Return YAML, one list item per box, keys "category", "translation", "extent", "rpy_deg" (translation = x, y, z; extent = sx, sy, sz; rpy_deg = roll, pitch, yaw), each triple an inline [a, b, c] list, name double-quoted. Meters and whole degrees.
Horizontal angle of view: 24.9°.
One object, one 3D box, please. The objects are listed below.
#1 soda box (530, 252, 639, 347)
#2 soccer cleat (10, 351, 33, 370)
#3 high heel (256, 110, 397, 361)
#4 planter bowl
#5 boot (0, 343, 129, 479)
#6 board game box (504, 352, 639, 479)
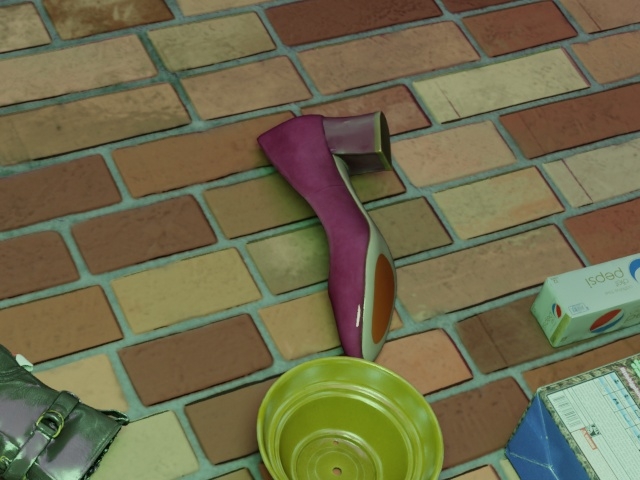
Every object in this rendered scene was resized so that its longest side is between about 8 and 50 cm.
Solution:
- category: "soda box"
  translation: [0.391, 0.072, 1.918]
  extent: [0.216, 0.074, 0.069]
  rpy_deg: [-13, 56, -23]
- category: "soccer cleat"
  translation: [-0.368, 0.163, 1.685]
  extent: [0.036, 0.029, 0.083]
  rpy_deg: [27, 46, 13]
- category: "high heel"
  translation: [0.000, 0.000, 1.886]
  extent: [0.181, 0.127, 0.377]
  rpy_deg: [-8, 54, 16]
- category: "planter bowl"
  translation: [0.027, 0.248, 1.676]
  extent: [0.217, 0.090, 0.217]
  rpy_deg: [6, 51, -8]
- category: "boot"
  translation: [-0.365, 0.232, 1.594]
  extent: [0.229, 0.091, 0.263]
  rpy_deg: [39, 66, 3]
- category: "board game box"
  translation: [0.410, 0.264, 1.727]
  extent: [0.291, 0.141, 0.232]
  rpy_deg: [-15, 57, -24]
